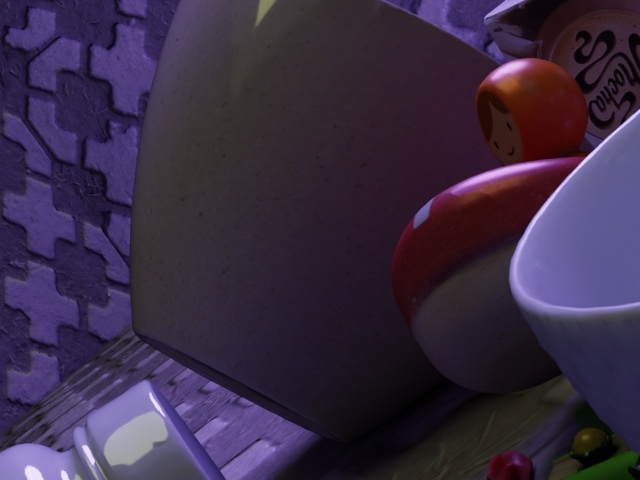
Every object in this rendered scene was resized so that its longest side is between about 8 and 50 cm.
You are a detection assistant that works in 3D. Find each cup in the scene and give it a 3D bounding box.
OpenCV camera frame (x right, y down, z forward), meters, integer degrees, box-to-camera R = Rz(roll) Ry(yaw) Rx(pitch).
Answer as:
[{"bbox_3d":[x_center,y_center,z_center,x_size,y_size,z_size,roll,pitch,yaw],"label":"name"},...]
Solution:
[{"bbox_3d":[0.000,0.000,0.912,0.237,0.331,0.331,-63,12,-10],"label":"cup"}]

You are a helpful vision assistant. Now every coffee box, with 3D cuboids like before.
[{"bbox_3d":[0.285,-0.157,0.910,0.119,0.168,0.297,-40,13,-38],"label":"coffee box"}]

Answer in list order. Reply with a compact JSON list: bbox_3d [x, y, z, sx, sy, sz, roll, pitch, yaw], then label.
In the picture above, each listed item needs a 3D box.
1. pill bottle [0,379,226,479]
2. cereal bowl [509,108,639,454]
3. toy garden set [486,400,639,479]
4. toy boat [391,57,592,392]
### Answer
[{"bbox_3d":[-0.168,0.208,0.681,0.283,0.160,0.160,-36,6,-6],"label":"pill bottle"},{"bbox_3d":[0.232,-0.024,0.377,0.339,0.141,0.339,-35,6,4],"label":"cereal bowl"},{"bbox_3d":[0.088,0.111,0.550,0.204,0.049,0.244,-31,7,33],"label":"toy garden set"},{"bbox_3d":[0.126,-0.024,0.659,0.231,0.151,0.151,-16,-19,-44],"label":"toy boat"}]
